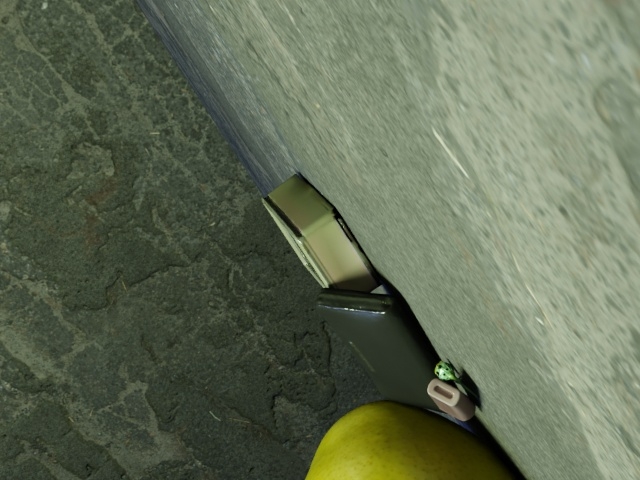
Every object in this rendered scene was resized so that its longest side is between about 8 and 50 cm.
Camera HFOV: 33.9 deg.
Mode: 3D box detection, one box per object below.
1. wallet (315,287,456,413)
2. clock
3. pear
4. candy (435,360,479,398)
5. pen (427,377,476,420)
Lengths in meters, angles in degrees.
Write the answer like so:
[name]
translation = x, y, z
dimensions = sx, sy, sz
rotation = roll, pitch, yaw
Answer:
[wallet]
translation = 0.095, 0.158, 1.465
dimensions = 0.149, 0.044, 0.250
rotation = 6, 143, 41
[clock]
translation = 0.000, 0.000, 1.522
dimensions = 0.147, 0.071, 0.192
rotation = 57, 175, -28
[pear]
translation = 0.132, 0.427, 1.503
dimensions = 0.362, 0.362, 0.418
rotation = 58, -176, -43
[candy]
translation = 0.174, 0.178, 1.328
dimensions = 0.083, 0.023, 0.025
rotation = 36, 122, 55
[pen]
translation = 0.170, 0.205, 1.340
dimensions = 0.053, 0.032, 0.197
rotation = 26, 172, 17
